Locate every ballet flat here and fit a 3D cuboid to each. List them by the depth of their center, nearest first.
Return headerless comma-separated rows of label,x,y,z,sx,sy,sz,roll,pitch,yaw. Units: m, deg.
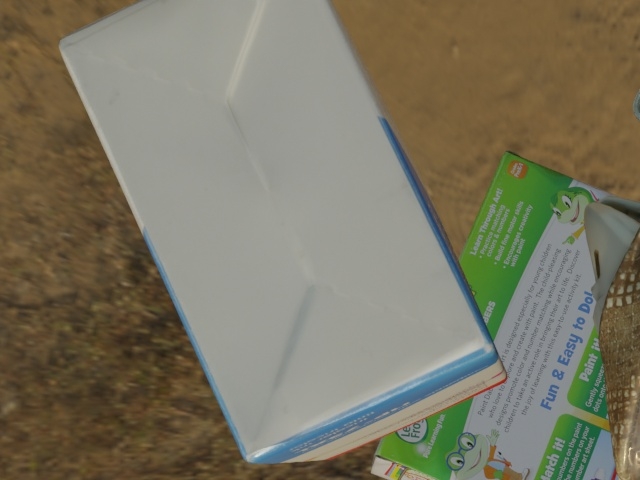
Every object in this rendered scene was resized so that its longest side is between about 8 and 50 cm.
ballet flat,0.128,-0.018,0.586,0.067,0.073,0.206,23,89,37

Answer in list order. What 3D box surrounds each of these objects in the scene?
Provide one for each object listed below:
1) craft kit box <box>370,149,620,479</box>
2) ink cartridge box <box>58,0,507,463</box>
craft kit box,0.193,0.094,1.230,0.246,0.061,0.250,24,69,4
ink cartridge box,0.000,0.000,0.593,0.078,0.231,0.134,-26,80,3
